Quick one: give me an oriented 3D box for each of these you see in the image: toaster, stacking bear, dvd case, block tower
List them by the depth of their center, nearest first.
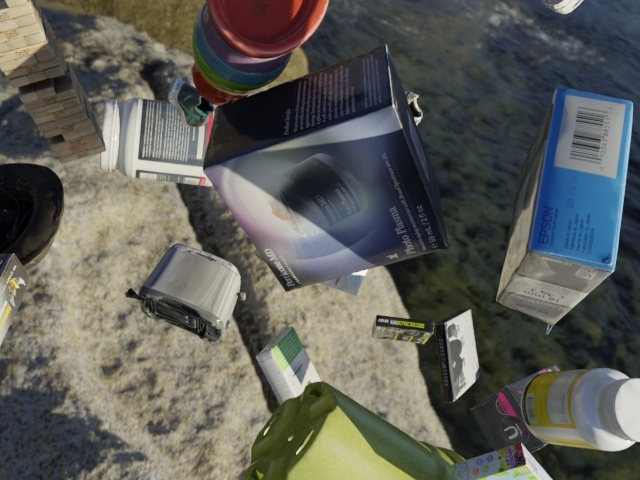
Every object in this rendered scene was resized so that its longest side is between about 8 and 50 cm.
[{"bbox_3d":[-0.131,-0.306,1.014,0.175,0.289,0.164,23,73,-16],"label":"stacking bear"},{"bbox_3d":[-0.480,-0.286,1.097,0.097,0.335,0.091,-19,54,-8],"label":"block tower"},{"bbox_3d":[-0.276,0.105,1.342,0.227,0.129,0.146,21,55,5],"label":"toaster"},{"bbox_3d":[0.330,0.268,1.523,0.030,0.179,0.239,-8,-1,27],"label":"dvd case"}]

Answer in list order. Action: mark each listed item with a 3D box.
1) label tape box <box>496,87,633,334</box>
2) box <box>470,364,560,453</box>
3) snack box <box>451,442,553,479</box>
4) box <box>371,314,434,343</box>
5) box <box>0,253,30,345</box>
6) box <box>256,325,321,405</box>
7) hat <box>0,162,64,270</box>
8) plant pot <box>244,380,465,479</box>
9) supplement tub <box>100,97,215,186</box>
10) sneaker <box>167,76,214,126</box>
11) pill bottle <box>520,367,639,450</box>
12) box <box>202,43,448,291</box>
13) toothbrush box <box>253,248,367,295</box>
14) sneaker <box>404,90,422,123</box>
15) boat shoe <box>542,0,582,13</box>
[{"bbox_3d":[0.335,-0.021,0.930,0.106,0.333,0.240,13,70,10],"label":"label tape box"},{"bbox_3d":[0.547,0.448,1.656,0.270,0.143,0.165,-6,59,-45],"label":"box"},{"bbox_3d":[0.252,0.331,0.844,0.141,0.100,0.037,49,25,-29],"label":"snack box"},{"bbox_3d":[0.264,0.292,2.080,0.184,0.190,0.045,5,70,2],"label":"box"},{"bbox_3d":[-0.494,0.120,0.791,0.183,0.056,0.231,-6,42,5],"label":"box"},{"bbox_3d":[-0.057,0.423,1.807,0.322,0.058,0.232,64,15,-2],"label":"box"},{"bbox_3d":[-0.668,-0.014,1.343,0.331,0.134,0.331,-5,61,8],"label":"hat"},{"bbox_3d":[0.039,0.351,0.926,0.254,0.276,0.276,44,34,-15],"label":"plant pot"},{"bbox_3d":[-0.373,-0.235,1.517,0.272,0.191,0.191,5,40,-16],"label":"supplement tub"},{"bbox_3d":[-0.248,-0.266,1.288,0.076,0.065,0.166,20,-6,11],"label":"sneaker"},{"bbox_3d":[0.356,0.222,0.840,0.103,0.184,0.103,4,76,-15],"label":"pill bottle"},{"bbox_3d":[0.018,-0.099,1.015,0.294,0.296,0.182,-16,42,17],"label":"box"},{"bbox_3d":[0.000,0.000,1.679,0.283,0.206,0.122,22,3,-34],"label":"toothbrush box"},{"bbox_3d":[0.238,-0.318,1.745,0.084,0.185,0.069,15,46,33],"label":"sneaker"},{"bbox_3d":[0.529,-0.559,1.223,0.084,0.258,0.095,5,43,-47],"label":"boat shoe"}]
